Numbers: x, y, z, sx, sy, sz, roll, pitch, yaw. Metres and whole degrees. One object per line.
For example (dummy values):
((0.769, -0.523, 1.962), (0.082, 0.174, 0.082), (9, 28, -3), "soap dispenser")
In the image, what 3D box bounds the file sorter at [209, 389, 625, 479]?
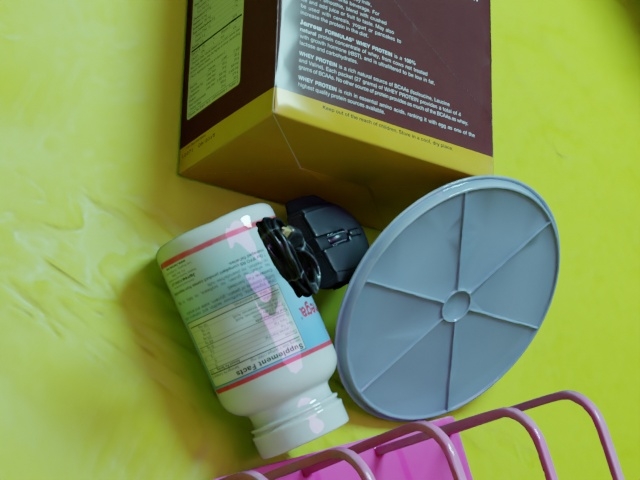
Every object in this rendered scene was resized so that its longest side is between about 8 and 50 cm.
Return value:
((0.054, 0.223, 1.051), (0.291, 0.182, 0.202), (-10, 79, -38), "file sorter")

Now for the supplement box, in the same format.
((0.014, -0.133, 1.188), (0.191, 0.129, 0.194), (15, 65, -32), "supplement box")

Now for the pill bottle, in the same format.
((-0.042, 0.062, 1.102), (0.087, 0.087, 0.160), (-23, 88, -39), "pill bottle")

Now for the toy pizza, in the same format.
((0.090, 0.041, 1.180), (0.201, 0.032, 0.201), (-18, 126, -27), "toy pizza")

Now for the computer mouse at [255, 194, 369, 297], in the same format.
((0.000, 0.000, 1.094), (0.242, 0.041, 0.071), (-14, 81, -82), "computer mouse")
